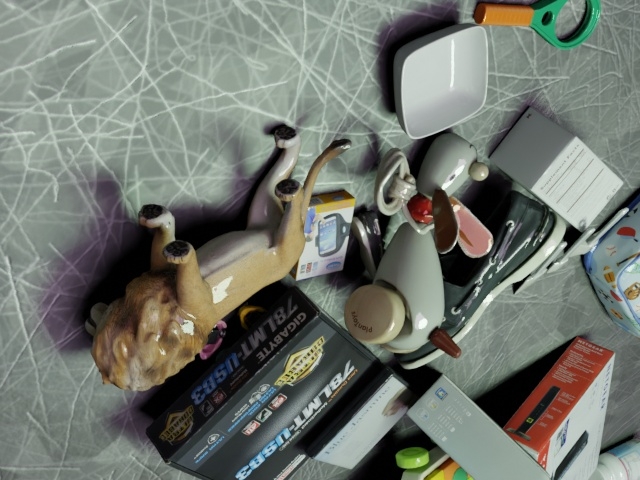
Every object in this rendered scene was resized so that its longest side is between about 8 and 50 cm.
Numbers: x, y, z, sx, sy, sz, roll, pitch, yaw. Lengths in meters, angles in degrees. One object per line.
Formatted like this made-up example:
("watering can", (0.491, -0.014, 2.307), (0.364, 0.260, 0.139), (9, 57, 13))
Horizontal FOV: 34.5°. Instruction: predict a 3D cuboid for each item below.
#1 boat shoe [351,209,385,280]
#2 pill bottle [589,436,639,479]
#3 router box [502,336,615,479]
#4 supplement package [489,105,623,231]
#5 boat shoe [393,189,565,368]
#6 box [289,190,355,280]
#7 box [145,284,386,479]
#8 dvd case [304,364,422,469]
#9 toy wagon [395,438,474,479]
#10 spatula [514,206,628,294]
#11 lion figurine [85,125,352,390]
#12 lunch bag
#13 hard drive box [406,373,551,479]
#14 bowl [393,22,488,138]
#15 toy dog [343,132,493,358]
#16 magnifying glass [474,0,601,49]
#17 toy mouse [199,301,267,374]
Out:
("boat shoe", (0.076, 0.009, 1.497), (0.038, 0.046, 0.125), (-28, 125, -12))
("pill bottle", (0.659, 0.496, 2.258), (0.160, 0.087, 0.087), (-17, 129, -27))
("router box", (0.438, 0.399, 1.955), (0.301, 0.082, 0.335), (-40, 140, -36))
("supplement package", (0.364, -0.107, 1.585), (0.105, 0.105, 0.179), (-51, 136, 8))
("boat shoe", (0.215, 0.056, 1.586), (0.113, 0.127, 0.340), (40, 111, -19))
("box", (0.000, 0.000, 1.443), (0.081, 0.028, 0.136), (-12, 125, -31))
("box", (-0.063, 0.236, 1.506), (0.295, 0.073, 0.293), (-44, 144, -1))
("dvd case", (0.075, 0.288, 1.647), (0.180, 0.022, 0.253), (-46, 158, -1))
("toy wagon", (0.234, 0.468, 1.839), (0.344, 0.068, 0.267), (-19, 103, -52))
("spatula", (0.411, 0.013, 1.690), (0.168, 0.019, 0.242), (-27, 164, -13))
("lion figurine", (-0.117, 0.031, 1.300), (0.392, 0.142, 0.240), (-27, 140, -25))
("lunch bag", (0.622, 0.043, 1.888), (0.243, 0.115, 0.303), (-46, 136, -4))
("hard drive box", (0.257, 0.329, 1.686), (0.089, 0.232, 0.181), (-47, 168, 0))
("bowl", (0.154, -0.219, 1.383), (0.142, 0.053, 0.142), (-26, 132, -21))
("toy dog", (0.164, 0.030, 1.446), (0.220, 0.161, 0.334), (-21, 129, -56))
("magnifying glass", (0.309, -0.316, 1.455), (0.231, 0.026, 0.092), (-8, 125, -36))
("toy mouse", (-0.135, 0.142, 1.439), (0.143, 0.031, 0.161), (-52, 136, 5))
